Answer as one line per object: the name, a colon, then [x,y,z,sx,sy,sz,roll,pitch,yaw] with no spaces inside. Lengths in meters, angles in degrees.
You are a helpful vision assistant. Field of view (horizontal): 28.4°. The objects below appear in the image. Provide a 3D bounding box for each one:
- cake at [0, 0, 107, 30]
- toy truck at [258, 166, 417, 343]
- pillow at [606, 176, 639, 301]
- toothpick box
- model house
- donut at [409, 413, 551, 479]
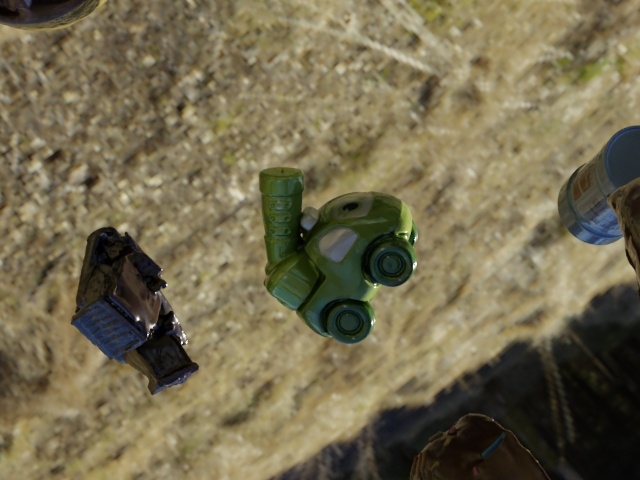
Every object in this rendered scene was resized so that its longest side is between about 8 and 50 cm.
cake: [-0.284,-0.310,1.206,0.178,0.185,0.207,95,4,-80]
toy truck: [0.007,0.019,1.539,0.148,0.211,0.187,-81,-172,-69]
pillow: [0.394,-0.008,1.006,0.305,0.307,0.108,-27,123,19]
toothpick box: [0.353,-0.063,1.498,0.101,0.101,0.153,-31,169,-18]
model house: [-0.226,0.099,1.614,0.141,0.164,0.203,-50,121,-18]
donut: [0.162,0.283,1.201,0.089,0.235,0.235,-19,150,-19]
